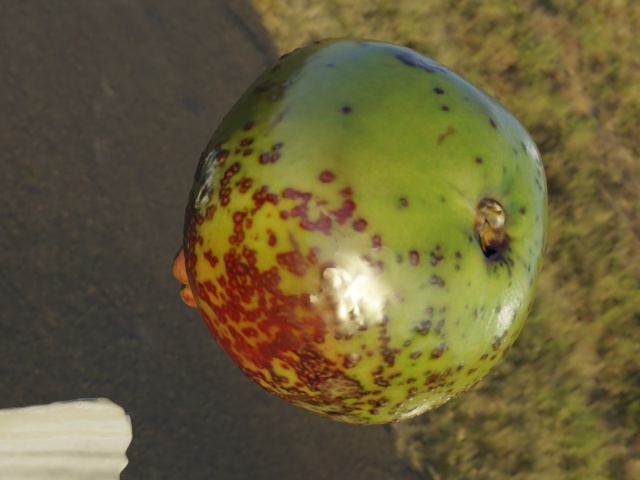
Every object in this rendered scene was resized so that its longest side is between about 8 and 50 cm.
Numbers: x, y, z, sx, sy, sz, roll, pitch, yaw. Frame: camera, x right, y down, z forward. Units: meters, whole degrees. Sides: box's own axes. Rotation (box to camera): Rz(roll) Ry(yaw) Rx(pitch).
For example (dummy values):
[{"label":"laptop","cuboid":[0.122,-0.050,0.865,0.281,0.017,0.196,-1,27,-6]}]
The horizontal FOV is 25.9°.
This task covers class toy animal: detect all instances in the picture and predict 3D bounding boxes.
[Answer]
[{"label":"toy animal","cuboid":[-0.277,0.084,0.629,0.367,0.081,0.206,13,14,-3]}]

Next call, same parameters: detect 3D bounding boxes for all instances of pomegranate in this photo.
[{"label":"pomegranate","cuboid":[0.000,0.000,0.776,0.214,0.248,0.214,14,71,-46]}]
